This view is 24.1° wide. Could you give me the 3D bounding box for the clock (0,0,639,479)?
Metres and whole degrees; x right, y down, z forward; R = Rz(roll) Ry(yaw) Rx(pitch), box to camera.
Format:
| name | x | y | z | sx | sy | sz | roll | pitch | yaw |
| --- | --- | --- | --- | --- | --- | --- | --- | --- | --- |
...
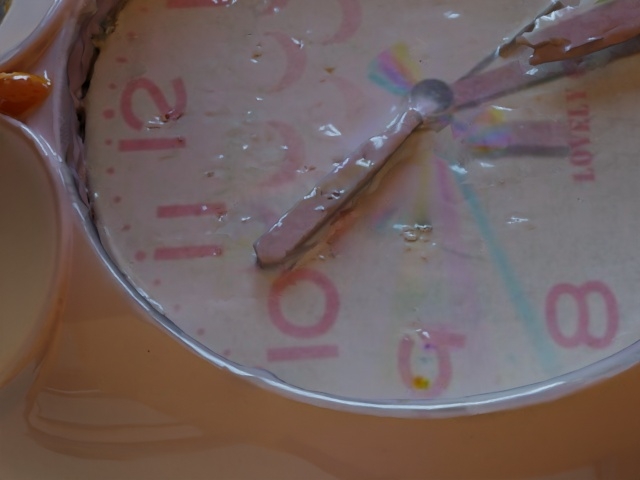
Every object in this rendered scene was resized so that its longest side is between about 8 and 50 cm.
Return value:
| name | x | y | z | sx | sy | sz | roll | pitch | yaw |
| --- | --- | --- | --- | --- | --- | --- | --- | --- | --- |
| clock | 0.000 | 0.000 | 0.607 | 0.376 | 0.250 | 0.368 | -3 | -119 | 4 |
